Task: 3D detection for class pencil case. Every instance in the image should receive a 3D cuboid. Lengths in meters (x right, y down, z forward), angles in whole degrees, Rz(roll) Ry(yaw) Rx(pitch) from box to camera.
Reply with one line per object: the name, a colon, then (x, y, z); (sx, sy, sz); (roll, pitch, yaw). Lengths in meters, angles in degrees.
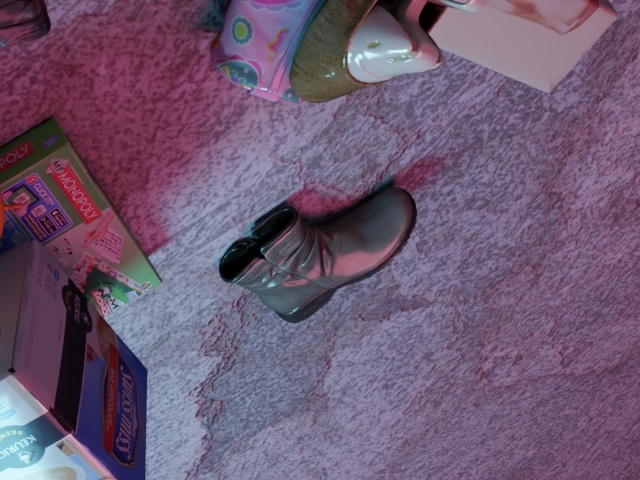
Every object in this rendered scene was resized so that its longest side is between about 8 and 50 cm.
pencil case: (-0.005, -0.274, 1.554); (0.124, 0.124, 0.284); (1, 132, -43)

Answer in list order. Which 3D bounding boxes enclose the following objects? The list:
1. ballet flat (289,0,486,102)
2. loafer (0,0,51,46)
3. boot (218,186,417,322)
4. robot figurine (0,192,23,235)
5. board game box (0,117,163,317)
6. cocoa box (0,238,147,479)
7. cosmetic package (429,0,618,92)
ballet flat: (0.102, -0.241, 1.474); (0.342, 0.124, 0.116); (-49, 141, 17)
loafer: (-0.335, -0.205, 1.421); (0.170, 0.062, 0.061); (-21, 124, -26)
boot: (0.000, 0.000, 1.974); (0.246, 0.083, 0.161); (-40, 142, 6)
robot figurine: (-0.399, -0.035, 1.490); (0.219, 0.158, 0.128); (22, 155, -38)
board game box: (-0.323, 0.016, 1.726); (0.213, 0.046, 0.317); (-32, 148, -5)
cocoa box: (-0.383, 0.210, 1.632); (0.347, 0.231, 0.228); (-28, 123, 14)
cosmetic package: (0.175, -0.283, 1.683); (0.129, 0.153, 0.296); (-48, 147, 22)
